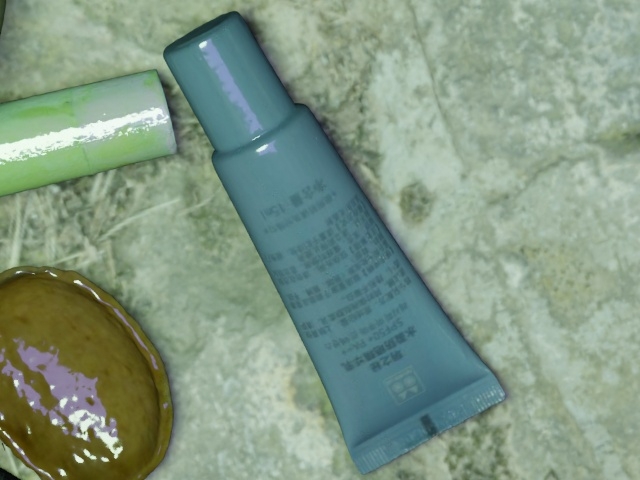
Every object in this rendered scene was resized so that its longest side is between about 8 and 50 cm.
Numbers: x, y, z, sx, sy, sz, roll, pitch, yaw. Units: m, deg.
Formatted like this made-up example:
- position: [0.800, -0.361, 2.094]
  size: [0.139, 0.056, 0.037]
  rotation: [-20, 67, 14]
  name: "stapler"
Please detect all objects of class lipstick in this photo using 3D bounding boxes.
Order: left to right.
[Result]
- position: [-0.265, -0.066, 1.528]
  size: [0.304, 0.076, 0.076]
  rotation: [-14, 100, -2]
  name: "lipstick"

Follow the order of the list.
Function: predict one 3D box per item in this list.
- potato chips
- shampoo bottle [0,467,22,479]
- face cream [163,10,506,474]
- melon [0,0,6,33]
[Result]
- position: [-0.200, 0.109, 1.573]
  size: [0.150, 0.049, 0.201]
  rotation: [-41, 101, 7]
  name: "potato chips"
- position: [-0.237, 0.237, 1.568]
  size: [0.309, 0.098, 0.071]
  rotation: [33, 101, -8]
  name: "shampoo bottle"
- position: [0.000, 0.000, 1.553]
  size: [0.136, 0.086, 0.385]
  rotation: [-29, 105, 5]
  name: "face cream"
- position: [-0.352, -0.206, 1.400]
  size: [0.269, 0.268, 0.330]
  rotation: [1, 85, -4]
  name: "melon"
